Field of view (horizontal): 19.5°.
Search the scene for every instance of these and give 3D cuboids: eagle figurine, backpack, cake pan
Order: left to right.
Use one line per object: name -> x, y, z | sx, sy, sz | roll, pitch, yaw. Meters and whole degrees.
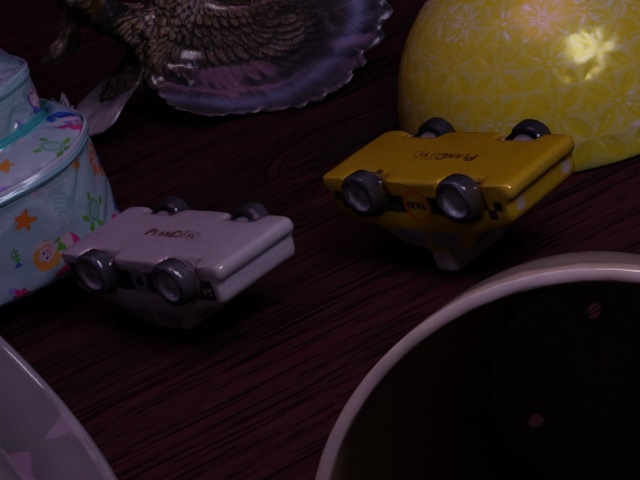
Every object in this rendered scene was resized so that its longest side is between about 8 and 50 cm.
cake pan -> -0.231, 0.106, 1.104 | 0.054, 0.293, 0.293 | -45, 26, 7
backpack -> -0.291, -0.044, 1.512 | 0.225, 0.191, 0.253 | -28, 34, -23
eagle figurine -> -0.103, -0.210, 1.756 | 0.298, 0.225, 0.226 | 7, 66, -17

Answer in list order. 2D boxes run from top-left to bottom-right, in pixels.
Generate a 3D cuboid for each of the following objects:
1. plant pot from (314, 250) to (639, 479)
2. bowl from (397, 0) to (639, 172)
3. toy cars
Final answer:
plant pot -> 0.139, 0.110, 0.930 | 0.256, 0.256, 0.274 | -12, 10, 10
bowl -> 0.189, -0.185, 1.522 | 0.289, 0.156, 0.289 | -14, 26, 7
toy cars -> 0.000, 0.000, 1.362 | 0.394, 0.087, 0.176 | -16, 21, 9
